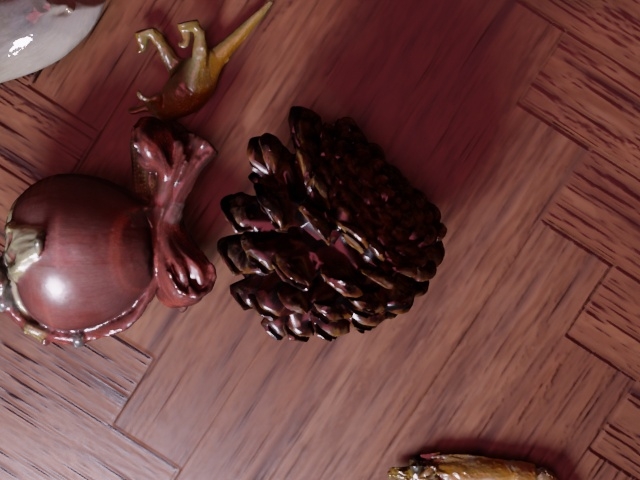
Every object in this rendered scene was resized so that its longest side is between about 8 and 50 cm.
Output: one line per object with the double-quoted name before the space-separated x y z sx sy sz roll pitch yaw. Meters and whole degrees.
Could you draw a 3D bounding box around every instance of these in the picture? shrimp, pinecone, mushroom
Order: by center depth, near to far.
"pinecone" 0.000 0.000 1.553 0.221 0.221 0.221 0 97 4
"mushroom" -0.310 -0.198 1.612 0.225 0.093 0.116 -42 78 16
"shrimp" 0.157 0.252 1.652 0.184 0.043 0.091 18 101 1

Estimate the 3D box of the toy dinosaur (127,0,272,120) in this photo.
"toy dinosaur" -0.114 -0.158 1.628 0.162 0.039 0.126 -11 106 2

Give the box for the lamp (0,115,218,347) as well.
"lamp" -0.216 -0.008 1.602 0.223 0.151 0.215 -7 95 -21
